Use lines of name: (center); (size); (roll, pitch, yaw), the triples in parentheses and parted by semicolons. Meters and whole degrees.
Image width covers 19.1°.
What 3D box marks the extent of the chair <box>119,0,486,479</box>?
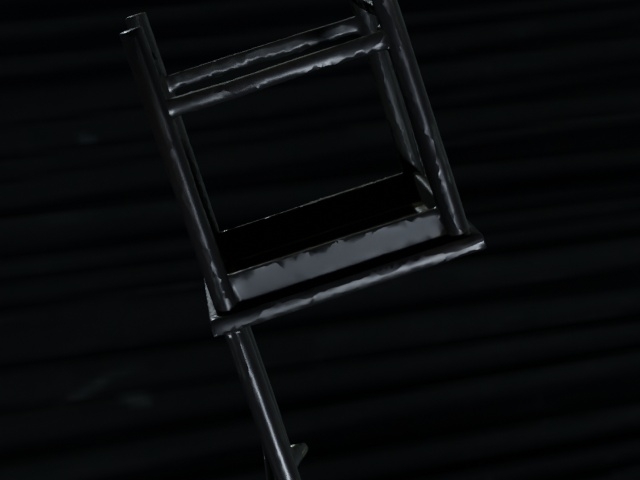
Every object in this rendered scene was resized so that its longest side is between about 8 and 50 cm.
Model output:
chair: (0.000, 0.000, 0.935); (0.154, 0.141, 0.260); (-113, 4, -79)
